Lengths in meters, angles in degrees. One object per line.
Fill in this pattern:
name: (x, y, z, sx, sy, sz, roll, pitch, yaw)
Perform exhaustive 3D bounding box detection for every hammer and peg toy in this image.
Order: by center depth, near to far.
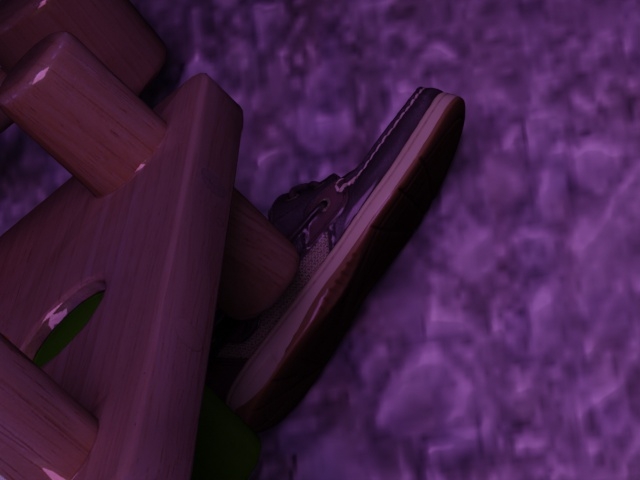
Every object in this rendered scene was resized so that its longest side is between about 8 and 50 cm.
hammer and peg toy: (-0.132, 0.054, 0.673, 0.266, 0.127, 0.361, -38, 22, 20)

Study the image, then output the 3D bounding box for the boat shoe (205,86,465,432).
boat shoe: (0.000, 0.000, 0.727, 0.049, 0.056, 0.152, 33, 85, 18)
